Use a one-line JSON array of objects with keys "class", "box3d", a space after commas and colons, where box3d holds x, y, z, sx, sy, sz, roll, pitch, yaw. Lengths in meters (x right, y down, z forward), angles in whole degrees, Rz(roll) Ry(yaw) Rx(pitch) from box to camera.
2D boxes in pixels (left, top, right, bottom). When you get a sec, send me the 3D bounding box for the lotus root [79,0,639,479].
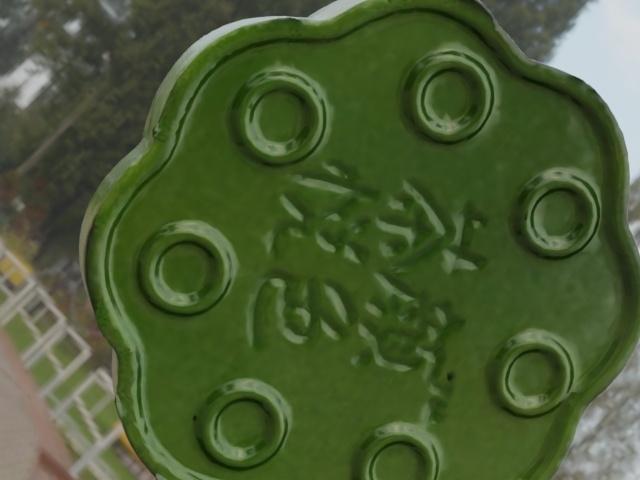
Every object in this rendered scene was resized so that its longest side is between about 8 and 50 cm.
[{"class": "lotus root", "box3d": [0.000, 0.000, 0.449, 0.186, 0.186, 0.186, 43, -9, 8]}]
